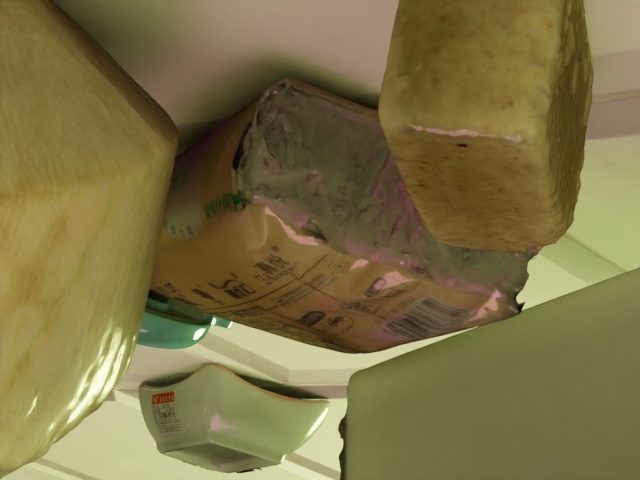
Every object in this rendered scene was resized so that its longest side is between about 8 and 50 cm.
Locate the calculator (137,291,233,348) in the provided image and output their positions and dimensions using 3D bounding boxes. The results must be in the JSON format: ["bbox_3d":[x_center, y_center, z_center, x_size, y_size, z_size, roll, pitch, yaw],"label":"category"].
[{"bbox_3d":[-0.246,0.002,1.282,0.386,0.054,0.256,17,-175,-6],"label":"calculator"}]

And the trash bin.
[{"bbox_3d":[0.195,0.142,1.154,0.367,0.256,0.296,-16,151,33],"label":"trash bin"}]

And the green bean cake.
[{"bbox_3d":[0.088,-0.070,0.897,0.085,0.109,0.179,6,161,15],"label":"green bean cake"}]

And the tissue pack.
[{"bbox_3d":[0.000,0.000,1.154,0.215,0.123,0.256,21,160,-19],"label":"tissue pack"}]

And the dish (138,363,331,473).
[{"bbox_3d":[-0.102,0.199,1.900,0.151,0.077,0.212,20,161,-23],"label":"dish"}]

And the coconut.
[{"bbox_3d":[-0.225,-0.027,0.989,0.328,0.329,0.329,11,162,4],"label":"coconut"}]
